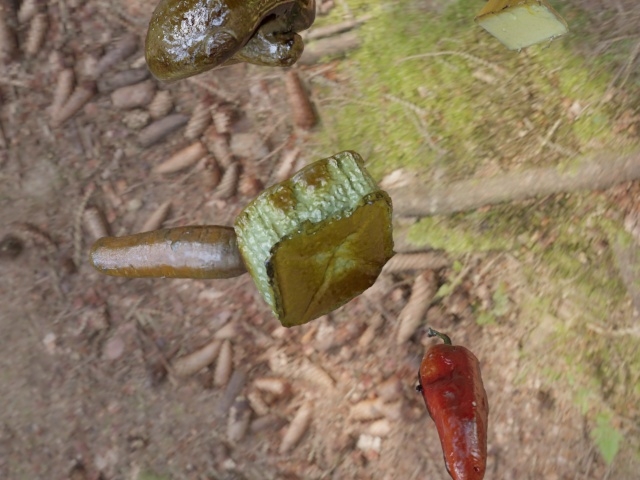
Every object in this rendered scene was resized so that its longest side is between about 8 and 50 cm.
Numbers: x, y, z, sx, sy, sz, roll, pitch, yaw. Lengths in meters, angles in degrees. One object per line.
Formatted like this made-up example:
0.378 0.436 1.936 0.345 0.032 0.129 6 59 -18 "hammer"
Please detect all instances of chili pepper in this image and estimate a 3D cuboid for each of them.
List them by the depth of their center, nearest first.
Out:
0.118 0.137 1.019 0.059 0.268 0.050 19 111 -5 "chili pepper"

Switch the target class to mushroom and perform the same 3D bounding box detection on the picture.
-0.118 -0.271 1.407 0.194 0.231 0.138 1 110 30 "mushroom"

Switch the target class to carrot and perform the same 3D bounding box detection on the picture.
-0.157 0.013 1.213 0.186 0.060 0.060 -2 103 17 "carrot"

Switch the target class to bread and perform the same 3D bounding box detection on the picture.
0.000 0.000 0.950 0.128 0.140 0.069 -28 56 -11 "bread"
0.260 -0.274 1.486 0.084 0.109 0.080 37 105 -21 "bread"
